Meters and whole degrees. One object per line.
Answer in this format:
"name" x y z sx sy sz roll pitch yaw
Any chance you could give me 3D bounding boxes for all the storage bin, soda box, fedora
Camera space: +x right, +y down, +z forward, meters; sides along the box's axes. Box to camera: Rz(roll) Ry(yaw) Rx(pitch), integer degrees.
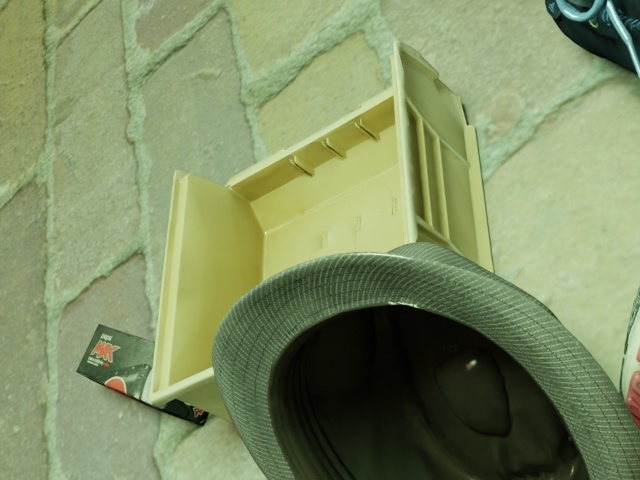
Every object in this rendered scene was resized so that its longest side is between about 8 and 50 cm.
"storage bin" 0.000 0.000 0.834 0.262 0.123 0.260 -26 48 32
"soda box" -0.170 0.130 0.974 0.169 0.053 0.060 8 70 49
"fedora" 0.079 0.097 0.610 0.244 0.275 0.124 -32 12 36

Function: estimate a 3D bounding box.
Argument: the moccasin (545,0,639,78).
"moccasin" 0.203 -0.172 0.644 0.138 0.117 0.342 -55 10 2

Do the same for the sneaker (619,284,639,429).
"sneaker" 0.260 -0.012 0.601 0.299 0.121 0.112 -64 11 -9
